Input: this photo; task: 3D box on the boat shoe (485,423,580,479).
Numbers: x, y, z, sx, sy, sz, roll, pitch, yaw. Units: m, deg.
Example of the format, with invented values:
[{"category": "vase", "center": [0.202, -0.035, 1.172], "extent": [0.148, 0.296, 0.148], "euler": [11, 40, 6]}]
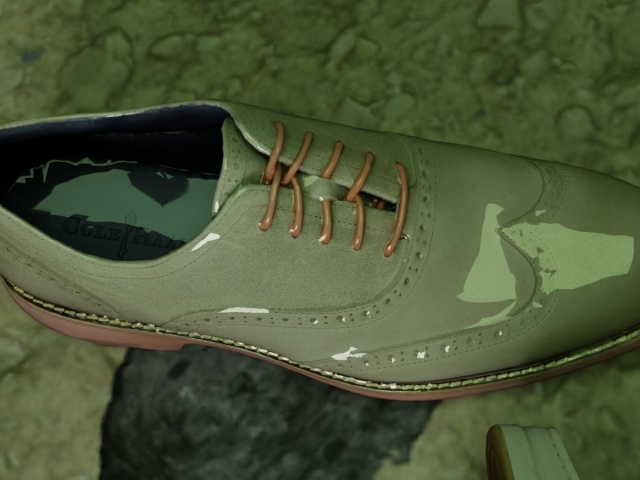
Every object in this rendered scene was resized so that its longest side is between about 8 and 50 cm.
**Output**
[{"category": "boat shoe", "center": [0.161, 0.209, 0.602], "extent": [0.096, 0.098, 0.277], "euler": [-21, 78, -1]}]

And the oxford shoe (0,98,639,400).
[{"category": "oxford shoe", "center": [0.000, 0.000, 0.667], "extent": [0.397, 0.146, 0.140], "euler": [0, 69, 7]}]
